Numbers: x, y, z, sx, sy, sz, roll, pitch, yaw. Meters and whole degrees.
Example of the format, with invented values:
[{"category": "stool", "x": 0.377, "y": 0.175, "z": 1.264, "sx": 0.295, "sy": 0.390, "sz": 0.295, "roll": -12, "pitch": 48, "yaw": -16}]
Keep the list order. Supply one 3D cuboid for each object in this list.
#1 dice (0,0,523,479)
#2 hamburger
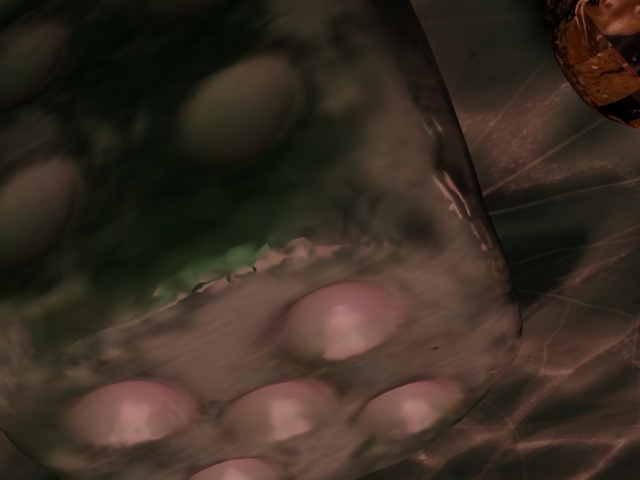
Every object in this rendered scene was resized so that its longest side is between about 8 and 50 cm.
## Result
[{"category": "dice", "x": -0.056, "y": -0.016, "z": 0.662, "sx": 0.348, "sy": 0.327, "sz": 0.330, "roll": -25, "pitch": 142, "yaw": 9}, {"category": "hamburger", "x": 0.303, "y": -0.207, "z": 0.757, "sx": 0.231, "sy": 0.106, "sz": 0.231, "roll": -5, "pitch": 138, "yaw": -5}]
